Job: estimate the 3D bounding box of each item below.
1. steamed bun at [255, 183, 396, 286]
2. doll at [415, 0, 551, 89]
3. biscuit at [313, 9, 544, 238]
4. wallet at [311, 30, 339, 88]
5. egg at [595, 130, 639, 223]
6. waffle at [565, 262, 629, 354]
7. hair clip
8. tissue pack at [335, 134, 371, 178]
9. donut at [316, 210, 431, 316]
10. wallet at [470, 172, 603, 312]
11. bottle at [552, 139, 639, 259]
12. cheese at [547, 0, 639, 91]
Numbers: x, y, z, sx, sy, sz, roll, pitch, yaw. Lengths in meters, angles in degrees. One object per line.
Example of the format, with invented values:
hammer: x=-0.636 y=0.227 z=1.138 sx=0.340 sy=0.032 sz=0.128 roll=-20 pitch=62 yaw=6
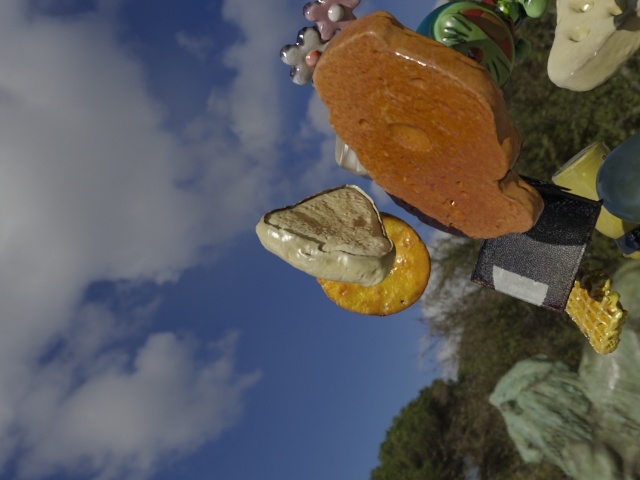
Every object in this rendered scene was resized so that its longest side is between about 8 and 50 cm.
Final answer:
steamed bun: x=0.025 y=0.012 z=1.207 sx=0.231 sy=0.212 sz=0.110 roll=-20 pitch=-45 yaw=-30
doll: x=0.292 y=-0.377 z=1.339 sx=0.322 sy=0.198 sz=0.186 roll=-48 pitch=10 yaw=-18
biscuit: x=0.164 y=-0.170 z=1.137 sx=0.078 sy=0.349 sz=0.455 roll=-57 pitch=-45 yaw=-25
wallet: x=0.020 y=-0.570 z=2.082 sx=0.170 sy=0.069 sz=0.231 roll=-171 pitch=91 yaw=-67
egg: x=0.829 y=-0.167 z=1.626 sx=0.230 sy=0.370 sz=0.230 roll=47 pitch=-149 yaw=-41
waffle: x=0.652 y=0.153 z=1.655 sx=0.055 sy=0.160 sz=0.211 roll=-20 pitch=-39 yaw=-8
hair clip: x=0.001 y=-0.493 z=1.682 sx=0.257 sy=0.146 sz=0.075 roll=-54 pitch=30 yaw=25
tissue pack: x=0.228 y=-0.341 z=2.465 sx=0.387 sy=0.276 sz=0.268 roll=-143 pitch=58 yaw=-69
donut: x=0.138 y=0.049 z=1.837 sx=0.110 sy=0.302 sz=0.303 roll=-69 pitch=-12 yaw=-67
wallet: x=0.470 y=0.002 z=1.544 sx=0.071 sy=0.220 sz=0.262 roll=-10 pitch=-62 yaw=-72
bottle: x=0.829 y=-0.100 z=1.964 sx=0.171 sy=0.351 sz=0.171 roll=-42 pitch=-2 yaw=-2
cheese: x=0.719 y=-0.568 z=1.920 sx=0.129 sy=0.351 sz=0.328 roll=35 pitch=-81 yaw=-35
